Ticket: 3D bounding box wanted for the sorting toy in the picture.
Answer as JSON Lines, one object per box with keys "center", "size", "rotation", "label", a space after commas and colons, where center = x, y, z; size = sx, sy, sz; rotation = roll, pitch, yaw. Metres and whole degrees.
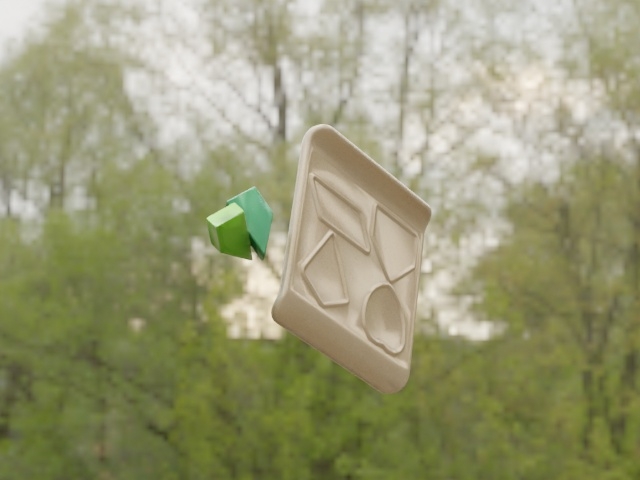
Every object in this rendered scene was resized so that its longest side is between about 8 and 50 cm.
{"center": [0.000, 0.000, 0.475], "size": [0.012, 0.062, 0.083], "rotation": [-13, -36, 39], "label": "sorting toy"}
